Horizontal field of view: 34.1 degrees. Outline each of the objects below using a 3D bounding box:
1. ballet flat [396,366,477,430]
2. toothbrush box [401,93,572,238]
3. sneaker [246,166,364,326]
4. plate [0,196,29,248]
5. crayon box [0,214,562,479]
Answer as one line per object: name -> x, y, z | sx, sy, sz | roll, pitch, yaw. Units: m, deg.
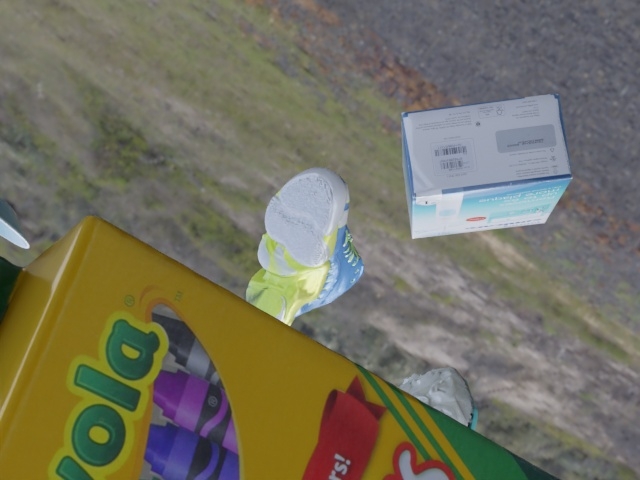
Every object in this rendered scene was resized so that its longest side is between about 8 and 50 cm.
ballet flat -> 0.013, 0.301, 1.104 | 0.147, 0.409, 0.147 | 29, -168, -7
toothbrush box -> 0.230, -0.099, 1.517 | 0.216, 0.126, 0.295 | -7, 170, 3
sneaker -> 0.000, 0.000, 1.146 | 0.091, 0.126, 0.240 | 53, 139, 22
plate -> -0.372, -0.056, 1.075 | 0.188, 0.024, 0.188 | 32, 166, 9
crayon box -> -0.047, 0.133, 0.404 | 0.318, 0.202, 0.081 | 31, 147, -24
